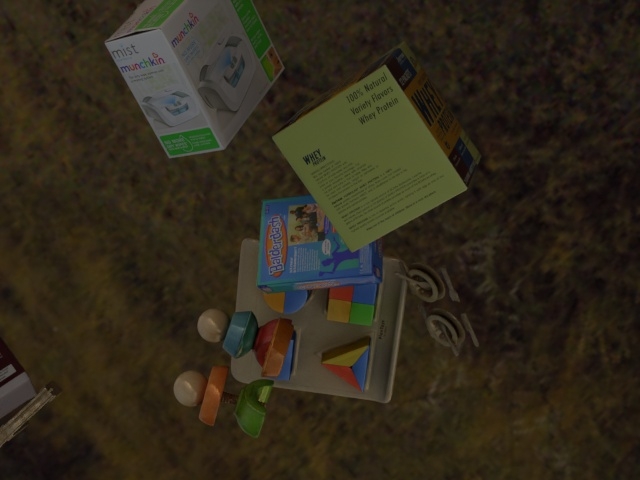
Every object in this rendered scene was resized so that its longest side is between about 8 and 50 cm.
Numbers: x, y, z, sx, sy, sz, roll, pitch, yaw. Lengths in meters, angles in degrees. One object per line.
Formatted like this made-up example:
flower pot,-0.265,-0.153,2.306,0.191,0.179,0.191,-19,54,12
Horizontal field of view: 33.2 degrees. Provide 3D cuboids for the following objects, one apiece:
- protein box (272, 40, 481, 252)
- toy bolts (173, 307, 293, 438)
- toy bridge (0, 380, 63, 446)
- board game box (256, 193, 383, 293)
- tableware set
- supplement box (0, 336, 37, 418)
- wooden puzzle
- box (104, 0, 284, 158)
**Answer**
protein box,0.082,-0.131,1.506,0.200,0.136,0.201,-30,102,26
toy bolts,-0.142,0.180,1.808,0.158,0.228,0.218,18,121,-3
toy bridge,-0.473,0.288,1.657,0.026,0.188,0.063,46,-166,1
board game box,0.000,0.000,1.792,0.210,0.160,0.047,-6,158,22
tableware set,0.213,0.129,2.045,0.128,0.039,0.194,6,129,50
supplement box,-0.513,0.148,1.476,0.239,0.130,0.073,49,159,18
wooden puzzle,-0.011,0.172,2.181,0.348,0.080,0.322,9,110,7
box,-0.204,-0.308,1.791,0.127,0.262,0.231,-6,125,31
